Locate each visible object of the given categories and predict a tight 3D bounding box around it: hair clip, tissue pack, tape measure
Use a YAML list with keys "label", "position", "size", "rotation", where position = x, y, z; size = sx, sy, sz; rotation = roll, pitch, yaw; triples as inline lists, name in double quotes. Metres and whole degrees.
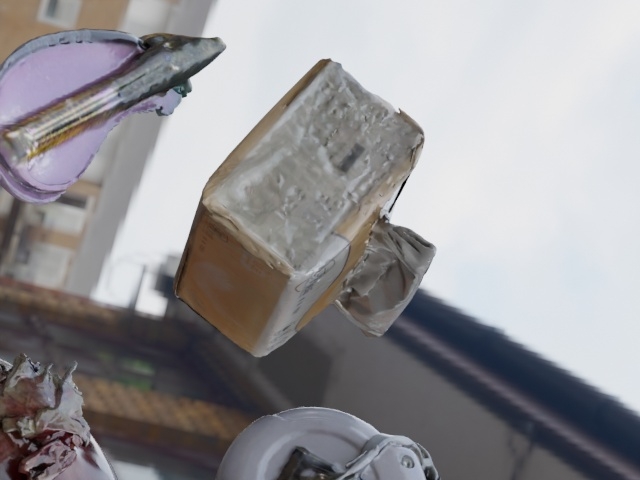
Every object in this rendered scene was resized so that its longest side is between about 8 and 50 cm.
- label: "hair clip"
  position: [-0.208, -0.136, 1.551]
  size: [0.358, 0.095, 0.110]
  rotation: [-35, 135, -54]
- label: "tissue pack"
  position: [0.000, 0.000, 1.735]
  size: [0.305, 0.238, 0.239]
  rotation: [117, -18, -69]
- label: "tape measure"
  position: [-0.007, 0.255, 1.596]
  size: [0.236, 0.197, 0.120]
  rotation: [-57, 171, -35]

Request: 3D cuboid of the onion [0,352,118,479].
- label: "onion"
  position: [-0.277, 0.205, 1.319]
  size: [0.285, 0.347, 0.348]
  rotation: [-47, -151, 26]
